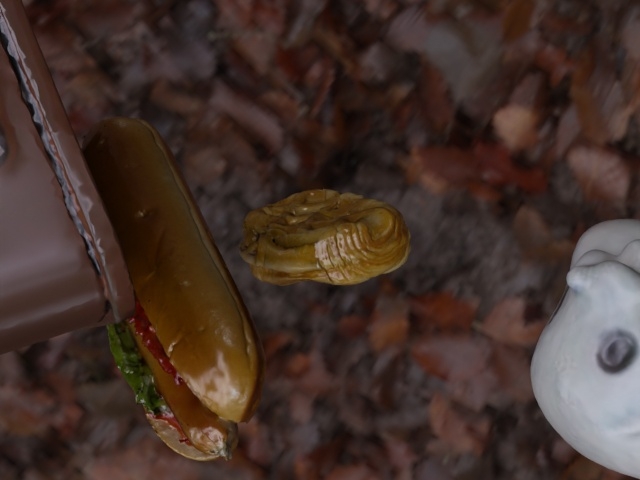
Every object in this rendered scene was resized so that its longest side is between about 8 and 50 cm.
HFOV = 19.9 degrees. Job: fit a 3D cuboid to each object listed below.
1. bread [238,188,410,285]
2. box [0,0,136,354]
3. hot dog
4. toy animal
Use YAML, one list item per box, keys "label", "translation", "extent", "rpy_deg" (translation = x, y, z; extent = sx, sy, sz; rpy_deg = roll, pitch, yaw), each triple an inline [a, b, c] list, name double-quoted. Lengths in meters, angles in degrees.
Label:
- label: "bread"
  translation: [0.000, 0.000, 1.060]
  extent: [0.111, 0.083, 0.044]
  rpy_deg: [12, 115, 56]
- label: "box"
  translation: [-0.259, -0.032, 0.933]
  extent: [0.229, 0.339, 0.239]
  rpy_deg: [-20, 91, -14]
- label: "hot dog"
  translation: [-0.088, 0.028, 0.987]
  extent: [0.235, 0.062, 0.092]
  rpy_deg: [60, 138, 39]
- label: "toy animal"
  translation: [0.275, 0.036, 1.173]
  extent: [0.289, 0.249, 0.174]
  rpy_deg: [-16, 117, 14]
